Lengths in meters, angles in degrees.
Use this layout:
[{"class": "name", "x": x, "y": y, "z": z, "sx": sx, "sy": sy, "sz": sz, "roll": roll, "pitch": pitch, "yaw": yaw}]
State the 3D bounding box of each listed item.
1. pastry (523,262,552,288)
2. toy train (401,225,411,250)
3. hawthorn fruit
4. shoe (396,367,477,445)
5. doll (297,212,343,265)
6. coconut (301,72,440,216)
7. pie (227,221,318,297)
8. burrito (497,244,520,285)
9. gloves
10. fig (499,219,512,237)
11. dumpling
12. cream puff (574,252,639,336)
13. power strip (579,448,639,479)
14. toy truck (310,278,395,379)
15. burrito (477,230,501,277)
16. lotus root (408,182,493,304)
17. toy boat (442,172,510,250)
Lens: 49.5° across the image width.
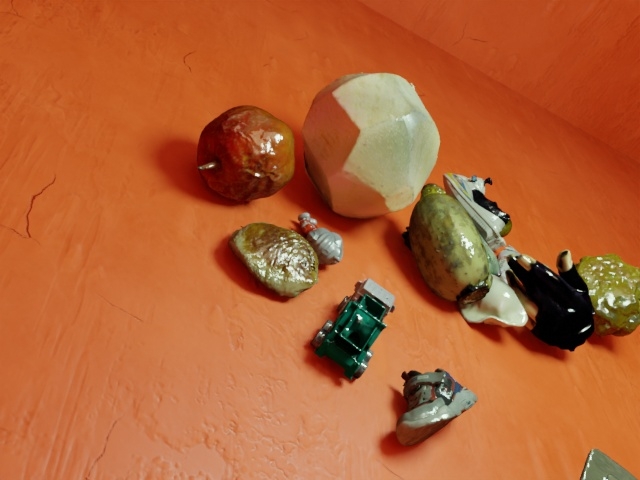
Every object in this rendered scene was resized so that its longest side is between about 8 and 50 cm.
[{"class": "pastry", "x": 0.583, "y": 0.127, "z": 1.822, "sx": 0.156, "sy": 0.092, "sz": 0.156, "roll": 52, "pitch": 15, "yaw": -19}, {"class": "toy train", "x": 0.267, "y": -0.004, "z": 1.777, "sx": 0.148, "sy": 0.038, "sz": 0.071, "roll": 2, "pitch": 44, "yaw": -41}, {"class": "hawthorn fruit", "x": -0.178, "y": -0.171, "z": 1.441, "sx": 0.207, "sy": 0.207, "sz": 0.243, "roll": 45, "pitch": 37, "yaw": 15}, {"class": "shoe", "x": 0.195, "y": 0.284, "z": 1.265, "sx": 0.227, "sy": 0.099, "sz": 0.126, "roll": -6, "pitch": 58, "yaw": -54}, {"class": "doll", "x": 0.000, "y": 0.000, "z": 1.492, "sx": 0.094, "sy": 0.079, "sz": 0.180, "roll": 41, "pitch": 8, "yaw": -40}, {"class": "coconut", "x": 0.126, "y": -0.211, "z": 1.644, "sx": 0.352, "sy": 0.353, "sz": 0.353, "roll": 25, "pitch": 33, "yaw": -18}, {"class": "pie", "x": -0.088, "y": 0.034, "z": 1.356, "sx": 0.193, "sy": 0.079, "sz": 0.163, "roll": 27, "pitch": 36, "yaw": -13}, {"class": "burrito", "x": 0.510, "y": 0.077, "z": 1.885, "sx": 0.064, "sy": 0.064, "sz": 0.203, "roll": 37, "pitch": 30, "yaw": 1}, {"class": "gloves", "x": 0.557, "y": 0.133, "z": 1.668, "sx": 0.301, "sy": 0.197, "sz": 0.152, "roll": 44, "pitch": 3, "yaw": -14}, {"class": "fig", "x": 0.514, "y": -0.042, "z": 2.043, "sx": 0.098, "sy": 0.082, "sz": 0.084, "roll": -36, "pitch": 88, "yaw": -17}, {"class": "dumpling", "x": 0.397, "y": 0.153, "z": 1.645, "sx": 0.134, "sy": 0.100, "sz": 0.169, "roll": -20, "pitch": 65, "yaw": -20}, {"class": "cream puff", "x": 0.781, "y": 0.150, "z": 1.914, "sx": 0.244, "sy": 0.196, "sz": 0.244, "roll": 1, "pitch": 79, "yaw": -8}, {"class": "power strip", "x": 0.551, "y": 0.555, "z": 1.263, "sx": 0.257, "sy": 0.092, "sz": 0.251, "roll": 40, "pitch": 40, "yaw": 5}, {"class": "toy truck", "x": 0.076, "y": 0.156, "z": 1.310, "sx": 0.110, "sy": 0.116, "sz": 0.216, "roll": 37, "pitch": 32, "yaw": 2}, {"class": "burrito", "x": 0.393, "y": -0.009, "z": 1.879, "sx": 0.096, "sy": 0.066, "sz": 0.309, "roll": 0, "pitch": 46, "yaw": -37}, {"class": "lotus root", "x": 0.293, "y": 0.002, "z": 1.643, "sx": 0.173, "sy": 0.173, "sz": 0.309, "roll": 4, "pitch": 55, "yaw": -41}, {"class": "toy boat", "x": 0.448, "y": -0.103, "z": 1.980, "sx": 0.140, "sy": 0.141, "sz": 0.269, "roll": 8, "pitch": 50, "yaw": -37}]
